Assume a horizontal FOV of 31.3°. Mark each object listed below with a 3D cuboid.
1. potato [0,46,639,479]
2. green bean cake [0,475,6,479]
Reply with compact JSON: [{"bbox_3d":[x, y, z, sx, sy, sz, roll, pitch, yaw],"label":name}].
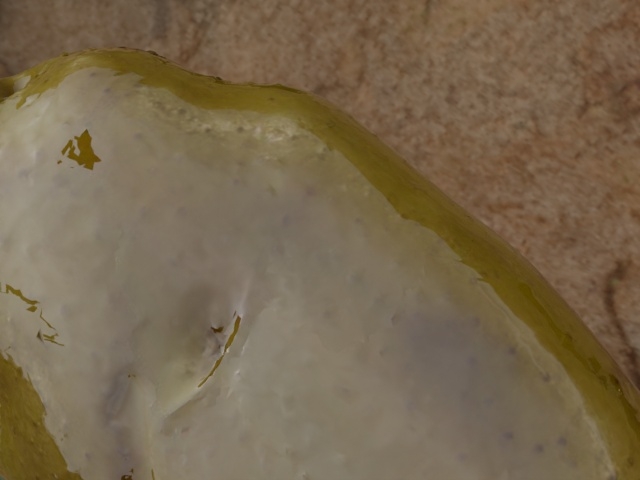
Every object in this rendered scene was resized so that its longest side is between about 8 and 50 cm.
[{"bbox_3d":[-0.010,0.058,0.421,0.369,0.176,0.195,33,89,18],"label":"potato"},{"bbox_3d":[-0.212,0.131,0.893,0.227,0.223,0.125,8,45,45],"label":"green bean cake"}]
